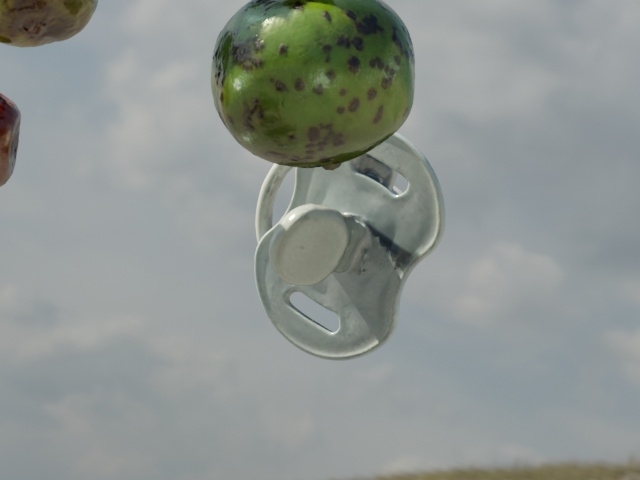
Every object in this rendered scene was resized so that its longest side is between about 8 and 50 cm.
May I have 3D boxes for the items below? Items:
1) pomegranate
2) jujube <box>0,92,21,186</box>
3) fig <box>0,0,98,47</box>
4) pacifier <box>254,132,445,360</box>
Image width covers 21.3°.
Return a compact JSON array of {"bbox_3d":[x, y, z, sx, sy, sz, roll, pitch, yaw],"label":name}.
[{"bbox_3d":[-0.011,-0.190,1.668,0.211,0.263,0.211,-7,21,3],"label":"pomegranate"},{"bbox_3d":[-0.463,-0.114,1.888,0.255,0.190,0.190,5,-14,-4],"label":"jujube"},{"bbox_3d":[-0.303,-0.270,1.822,0.136,0.121,0.153,-38,-5,32],"label":"fig"},{"bbox_3d":[0.000,0.000,1.879,0.227,0.279,0.207,31,19,18],"label":"pacifier"}]
